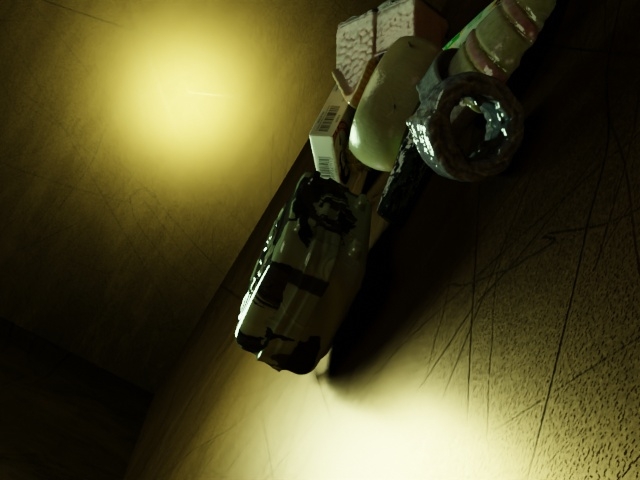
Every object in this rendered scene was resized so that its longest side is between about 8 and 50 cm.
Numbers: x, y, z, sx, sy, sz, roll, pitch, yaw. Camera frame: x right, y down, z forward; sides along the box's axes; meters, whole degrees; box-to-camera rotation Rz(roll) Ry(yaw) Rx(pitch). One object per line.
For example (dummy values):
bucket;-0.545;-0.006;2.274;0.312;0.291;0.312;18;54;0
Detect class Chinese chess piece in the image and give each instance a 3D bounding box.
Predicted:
Chinese chess piece;0.154;-0.263;1.625;0.273;0.102;0.273;-58;-13;-21

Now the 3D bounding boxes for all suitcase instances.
suitcase;-0.029;0.080;1.541;0.351;0.194;0.339;-77;13;-62

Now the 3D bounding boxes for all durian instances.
durian;0.125;-0.227;1.985;0.224;0.078;0.140;-32;-52;-65

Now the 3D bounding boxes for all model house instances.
model house;0.175;-0.388;1.914;0.237;0.202;0.237;-12;64;34

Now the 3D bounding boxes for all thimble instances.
thimble;0.202;-0.155;1.159;0.150;0.150;0.098;-60;13;2

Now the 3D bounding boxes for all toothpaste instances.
toothpaste;0.310;-0.412;1.655;0.314;0.056;0.058;-43;60;51

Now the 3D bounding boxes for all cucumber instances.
cucumber;0.170;-0.127;1.520;0.211;0.062;0.078;-68;-21;-10

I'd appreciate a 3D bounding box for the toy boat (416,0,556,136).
toy boat;0.267;-0.298;1.360;0.293;0.111;0.276;-44;17;46

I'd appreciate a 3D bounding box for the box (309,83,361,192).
box;0.069;-0.269;2.035;0.353;0.069;0.214;-64;-28;-42

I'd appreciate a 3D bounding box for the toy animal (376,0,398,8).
toy animal;0.204;-0.534;2.178;0.187;0.165;0.235;-36;17;25
